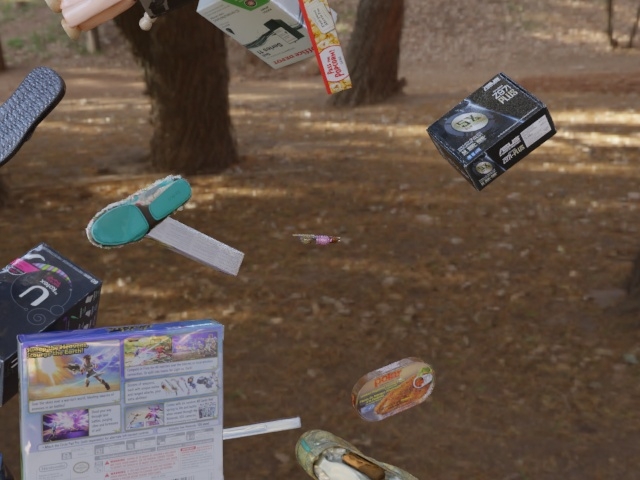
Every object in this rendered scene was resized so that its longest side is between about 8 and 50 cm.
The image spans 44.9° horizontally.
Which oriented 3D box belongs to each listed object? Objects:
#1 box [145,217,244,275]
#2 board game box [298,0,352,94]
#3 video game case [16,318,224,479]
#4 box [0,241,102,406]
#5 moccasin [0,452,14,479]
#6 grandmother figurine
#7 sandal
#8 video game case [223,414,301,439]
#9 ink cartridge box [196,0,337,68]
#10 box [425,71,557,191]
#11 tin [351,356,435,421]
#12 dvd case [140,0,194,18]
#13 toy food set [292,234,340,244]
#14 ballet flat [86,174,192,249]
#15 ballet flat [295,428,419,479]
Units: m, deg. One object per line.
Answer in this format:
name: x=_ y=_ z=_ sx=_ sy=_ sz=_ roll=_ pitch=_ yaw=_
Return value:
box: x=-0.336 y=-0.001 z=1.893 sx=0.324 sy=0.067 sz=0.063 roll=27 pitch=-15 yaw=-35
board game box: x=-0.002 y=-0.358 z=1.255 sx=0.045 sy=0.193 sz=0.146 roll=-17 pitch=38 yaw=4
video game case: x=-0.267 y=0.239 z=1.056 sx=0.270 sy=0.244 sz=0.061 roll=-2 pitch=7 yaw=-26
box: x=-0.574 y=0.154 z=1.488 sx=0.165 sy=0.143 sz=0.270 roll=30 pitch=40 yaw=10
moccasin: x=-0.444 y=0.399 z=0.933 sx=0.138 sy=0.116 sz=0.342 roll=-9 pitch=21 yaw=12
grandmother figurine: x=-0.427 y=-0.566 z=1.712 sx=0.342 sy=0.208 sz=0.104 roll=-25 pitch=33 yaw=15
sandal: x=-0.573 y=-0.213 z=1.444 sx=0.254 sy=0.097 sz=0.054 roll=-43 pitch=-3 yaw=-6
video game case: x=-0.187 y=0.440 z=1.790 sx=0.285 sy=0.025 sz=0.204 roll=-8 pitch=-11 yaw=-4
ink cartridge box: x=-0.094 y=-0.414 z=1.408 sx=0.153 sy=0.087 sz=0.208 roll=-8 pitch=-27 yaw=44
box: x=0.312 y=-0.201 z=1.420 sx=0.180 sy=0.077 sz=0.147 roll=-37 pitch=42 yaw=4
tin: x=0.153 y=0.312 z=1.633 sx=0.190 sy=0.106 sz=0.040 roll=-18 pitch=28 yaw=-17
dvd case: x=-0.274 y=-0.511 z=1.494 sx=0.179 sy=0.029 sz=0.238 roll=-22 pitch=-3 yaw=-3
toy food set: x=0.000 y=0.000 z=1.620 sx=0.078 sy=0.019 sz=0.122 roll=1 pitch=-2 yaw=38
ballet flat: x=-0.350 y=-0.050 z=1.482 sx=0.241 sy=0.091 sz=0.077 roll=-32 pitch=18 yaw=-37
ballet flat: x=0.101 y=0.516 z=1.634 sx=0.348 sy=0.123 sz=0.123 roll=33 pitch=10 yaw=-14
